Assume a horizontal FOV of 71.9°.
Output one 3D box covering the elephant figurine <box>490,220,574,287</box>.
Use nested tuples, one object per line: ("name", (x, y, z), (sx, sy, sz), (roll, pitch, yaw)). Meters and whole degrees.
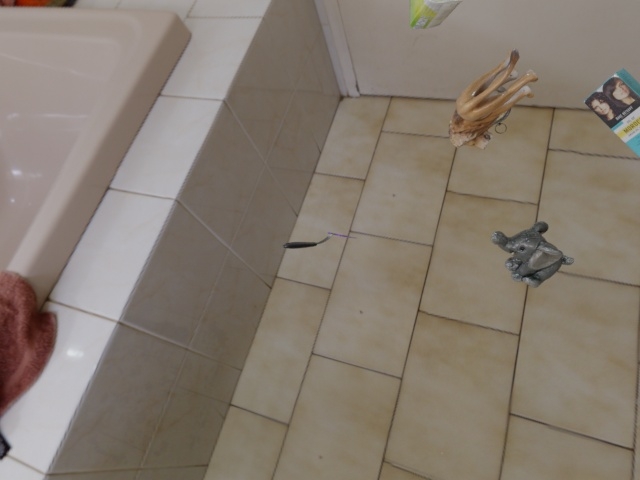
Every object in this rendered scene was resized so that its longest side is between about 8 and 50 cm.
("elephant figurine", (0.635, 0.026, 1.320), (0.186, 0.239, 0.169), (-45, 50, -12))

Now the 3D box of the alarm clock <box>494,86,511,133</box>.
("alarm clock", (0.605, -0.459, 1.547), (0.129, 0.192, 0.064), (-16, 28, 33))

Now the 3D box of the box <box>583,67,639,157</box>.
("box", (0.799, -0.307, 1.114), (0.060, 0.100, 0.244), (-31, 76, -34))

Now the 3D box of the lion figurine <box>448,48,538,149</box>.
("lion figurine", (0.421, -0.357, 1.152), (0.240, 0.392, 0.142), (-33, 76, 23))

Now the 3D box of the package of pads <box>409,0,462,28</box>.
("package of pads", (0.283, -0.701, 1.072), (0.101, 0.229, 0.297), (-3, 101, 1))

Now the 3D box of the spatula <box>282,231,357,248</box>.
("spatula", (0.000, 0.000, 1.466), (0.084, 0.296, 0.030), (13, 110, 50))
